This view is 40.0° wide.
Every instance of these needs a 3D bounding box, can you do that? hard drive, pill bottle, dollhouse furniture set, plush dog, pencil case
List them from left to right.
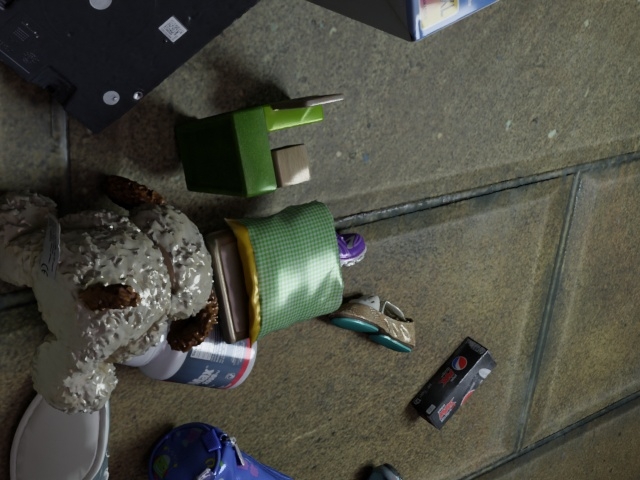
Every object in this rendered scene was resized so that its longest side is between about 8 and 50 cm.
[{"bbox_3d":[-0.214,0.036,0.982,0.225,0.210,0.263,-30,102,-52],"label":"plush dog"},{"bbox_3d":[-0.184,-0.285,0.871,0.339,0.064,0.237,-37,136,13],"label":"hard drive"},{"bbox_3d":[-0.182,0.133,1.148,0.180,0.108,0.108,18,100,-43],"label":"pill bottle"},{"bbox_3d":[-0.123,0.373,1.317,0.133,0.119,0.306,-34,136,8],"label":"pencil case"},{"bbox_3d":[-0.037,-0.022,1.093,0.197,0.151,0.302,-17,102,-34],"label":"dollhouse furniture set"}]

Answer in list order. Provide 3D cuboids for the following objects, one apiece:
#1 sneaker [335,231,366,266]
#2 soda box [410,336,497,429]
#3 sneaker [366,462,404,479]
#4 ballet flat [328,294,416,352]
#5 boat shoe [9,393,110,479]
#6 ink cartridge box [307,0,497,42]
[{"bbox_3d":[0.000,0.000,1.264,0.169,0.068,0.071,-2,108,-39],"label":"sneaker"},{"bbox_3d":[0.247,0.264,1.623,0.169,0.053,0.060,-46,134,-11],"label":"soda box"},{"bbox_3d":[0.073,0.525,1.580,0.125,0.104,0.262,6,108,-40],"label":"sneaker"},{"bbox_3d":[0.085,0.124,1.414,0.206,0.073,0.067,30,64,-48],"label":"ballet flat"},{"bbox_3d":[-0.334,0.306,1.144,0.099,0.116,0.320,-51,155,-80],"label":"boat shoe"},{"bbox_3d":[0.160,-0.402,1.039,0.395,0.270,0.151,-29,132,-26],"label":"ink cartridge box"}]
